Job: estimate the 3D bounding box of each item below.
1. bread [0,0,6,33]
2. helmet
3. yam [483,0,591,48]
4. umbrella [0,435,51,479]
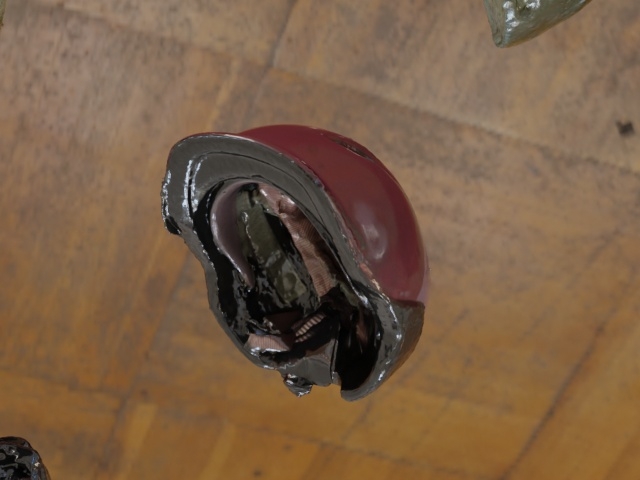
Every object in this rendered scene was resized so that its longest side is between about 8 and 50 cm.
[{"bbox_3d":[-0.197,-0.133,0.726,0.110,0.209,0.192,13,148,-13],"label":"bread"},{"bbox_3d":[0.000,0.000,1.198,0.198,0.154,0.253,17,130,32],"label":"helmet"},{"bbox_3d":[0.219,-0.250,0.924,0.330,0.133,0.133,-31,127,2],"label":"yam"},{"bbox_3d":[-0.177,0.183,0.952,0.066,0.059,0.235,-45,161,-18],"label":"umbrella"}]
